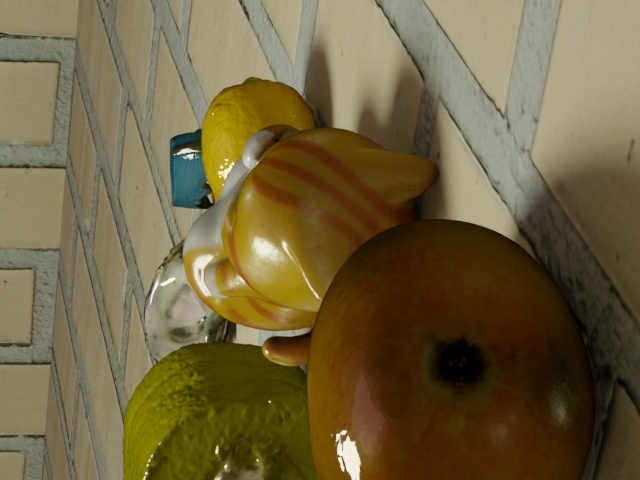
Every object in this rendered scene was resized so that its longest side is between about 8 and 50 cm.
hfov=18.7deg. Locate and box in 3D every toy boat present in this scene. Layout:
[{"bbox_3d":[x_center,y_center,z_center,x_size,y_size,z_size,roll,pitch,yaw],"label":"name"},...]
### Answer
[{"bbox_3d":[-0.134,-0.086,2.243,0.185,0.077,0.075,109,158,-74],"label":"toy boat"}]

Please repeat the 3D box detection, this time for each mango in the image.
[{"bbox_3d":[0.075,0.091,1.223,0.317,0.173,0.211,-122,27,-85],"label":"mango"}]

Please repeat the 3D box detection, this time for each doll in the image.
[{"bbox_3d":[-0.017,-0.007,1.591,0.167,0.162,0.269,-61,2,-14],"label":"doll"}]

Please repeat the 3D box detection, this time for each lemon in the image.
[{"bbox_3d":[-0.056,-0.082,1.825,0.114,0.114,0.155,128,139,-67],"label":"lemon"}]

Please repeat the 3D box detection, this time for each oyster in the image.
[{"bbox_3d":[-0.139,0.066,2.254,0.163,0.081,0.191,18,92,50],"label":"oyster"}]

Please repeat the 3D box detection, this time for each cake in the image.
[{"bbox_3d":[-0.095,0.230,1.834,0.156,0.179,0.260,-118,33,-63],"label":"cake"}]
